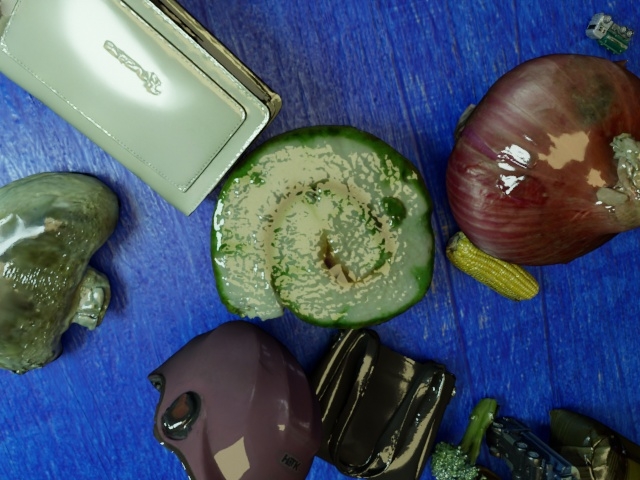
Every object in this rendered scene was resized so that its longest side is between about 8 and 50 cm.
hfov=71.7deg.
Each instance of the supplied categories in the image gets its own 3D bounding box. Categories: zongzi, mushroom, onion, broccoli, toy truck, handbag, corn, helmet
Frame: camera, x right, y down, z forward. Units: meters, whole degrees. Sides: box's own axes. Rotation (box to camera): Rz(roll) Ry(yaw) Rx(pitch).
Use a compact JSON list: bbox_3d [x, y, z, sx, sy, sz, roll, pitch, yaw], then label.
[{"bbox_3d":[0.561,0.542,0.886,0.289,0.154,0.317,32,73,-14],"label":"zongzi"},{"bbox_3d":[-0.451,0.052,0.696,0.248,0.130,0.344,34,94,-8],"label":"mushroom"},{"bbox_3d":[0.372,-0.129,0.712,0.354,0.353,0.353,-1,100,-8],"label":"onion"},{"bbox_3d":[0.291,0.396,0.870,0.204,0.118,0.122,-48,134,-29],"label":"broccoli"},{"bbox_3d":[0.403,0.412,0.848,0.088,0.202,0.074,-2,97,-11],"label":"toy truck"},{"bbox_3d":[0.105,0.311,0.837,0.286,0.113,0.256,29,88,-12],"label":"handbag"},{"bbox_3d":[0.530,-0.379,0.815,0.083,0.039,0.044,23,109,-13],"label":"toy truck"},{"bbox_3d":[0.327,0.052,0.843,0.203,0.072,0.072,30,94,-13],"label":"corn"},{"bbox_3d":[-0.263,-0.231,0.652,0.359,0.160,0.237,40,108,-15],"label":"handbag"},{"bbox_3d":[-0.106,0.260,0.691,0.197,0.338,0.271,-43,125,-9],"label":"helmet"}]

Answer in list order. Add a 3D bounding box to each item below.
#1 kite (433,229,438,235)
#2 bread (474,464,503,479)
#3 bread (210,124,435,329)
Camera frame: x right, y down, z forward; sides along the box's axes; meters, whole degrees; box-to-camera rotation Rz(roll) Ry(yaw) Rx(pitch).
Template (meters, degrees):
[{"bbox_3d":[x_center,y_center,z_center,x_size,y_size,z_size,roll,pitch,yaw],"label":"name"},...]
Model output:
[{"bbox_3d":[0.060,0.005,0.824,0.336,0.011,0.314,-9,101,-6],"label":"kite"},{"bbox_3d":[0.349,0.595,0.903,0.195,0.142,0.269,-34,101,-3],"label":"bread"},{"bbox_3d":[0.000,0.000,0.743,0.382,0.129,0.366,-40,103,0],"label":"bread"}]
